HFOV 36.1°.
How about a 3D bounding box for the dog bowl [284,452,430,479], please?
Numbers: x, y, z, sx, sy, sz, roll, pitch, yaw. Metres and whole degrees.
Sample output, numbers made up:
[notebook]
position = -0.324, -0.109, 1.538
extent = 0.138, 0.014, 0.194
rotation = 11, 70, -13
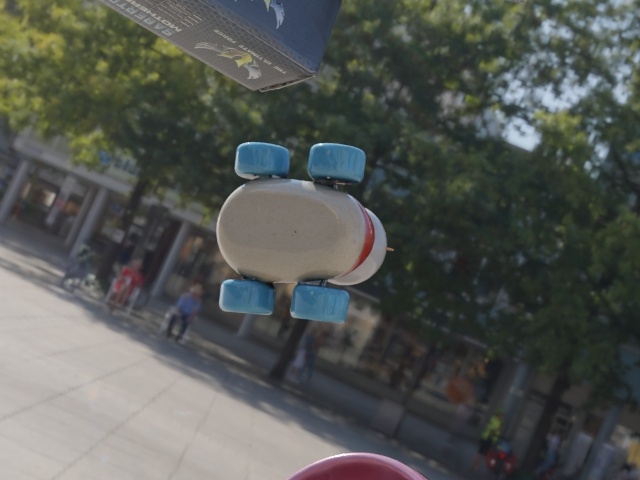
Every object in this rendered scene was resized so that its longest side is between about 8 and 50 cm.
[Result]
[dog bowl]
position = 0.050, 0.513, 1.520
extent = 0.408, 0.408, 0.150
rotation = 19, -31, 40

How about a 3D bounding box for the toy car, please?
[toy car]
position = 0.000, 0.000, 1.322
extent = 0.210, 0.219, 0.238
rotation = 3, -6, 27

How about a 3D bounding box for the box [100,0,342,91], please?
[box]
position = -0.076, -0.204, 0.459
extent = 0.232, 0.184, 0.059
rotation = 26, -17, -31

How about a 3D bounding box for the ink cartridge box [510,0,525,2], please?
[ink cartridge box]
position = 0.204, -0.349, 1.008
extent = 0.056, 0.181, 0.224
rotation = 12, 9, 12
